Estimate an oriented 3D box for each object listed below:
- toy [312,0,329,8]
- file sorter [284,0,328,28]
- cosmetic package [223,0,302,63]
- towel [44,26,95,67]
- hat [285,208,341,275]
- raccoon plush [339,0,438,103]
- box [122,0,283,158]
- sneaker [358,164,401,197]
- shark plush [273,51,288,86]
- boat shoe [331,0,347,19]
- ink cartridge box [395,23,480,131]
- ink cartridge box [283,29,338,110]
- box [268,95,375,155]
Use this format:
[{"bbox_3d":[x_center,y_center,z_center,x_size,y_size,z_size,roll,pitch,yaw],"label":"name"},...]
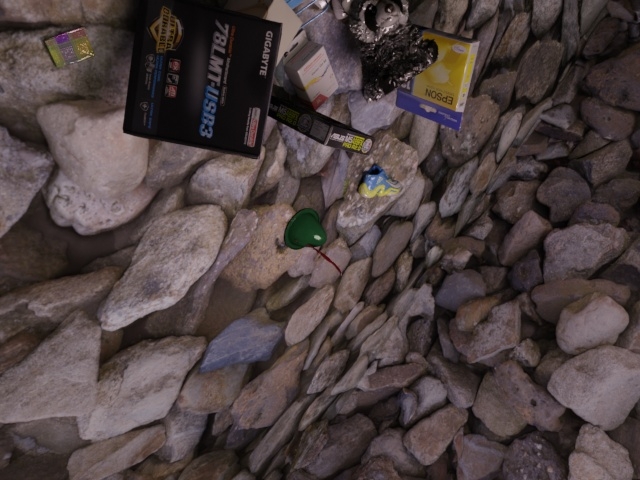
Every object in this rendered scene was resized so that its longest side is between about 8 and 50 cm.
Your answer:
[{"bbox_3d":[-0.030,-0.715,1.183,0.137,0.056,0.237,-38,146,27],"label":"toy"},{"bbox_3d":[-0.071,-0.628,1.140,0.118,0.104,0.170,-29,149,15],"label":"file sorter"},{"bbox_3d":[-0.200,-0.441,1.124,0.309,0.160,0.113,-60,146,2],"label":"cosmetic package"},{"bbox_3d":[-0.497,-0.385,0.927,0.083,0.009,0.060,-36,142,-27],"label":"towel"},{"bbox_3d":[0.000,0.000,1.720,0.209,0.184,0.172,20,101,-56],"label":"hat"},{"bbox_3d":[0.143,-0.585,1.409,0.216,0.446,0.299,-39,102,-19],"label":"raccoon plush"},{"bbox_3d":[-0.250,-0.346,1.003,0.073,0.294,0.295,-128,-131,-80],"label":"box"},{"bbox_3d":[0.262,-0.250,1.930,0.240,0.091,0.126,-19,131,-42],"label":"sneaker"},{"bbox_3d":[-0.107,-0.507,1.267,0.073,0.067,0.161,-3,120,-50],"label":"shark plush"},{"bbox_3d":[0.143,-0.733,1.378,0.277,0.098,0.096,-30,141,-19],"label":"boat shoe"},{"bbox_3d":[0.378,-0.566,1.621,0.072,0.304,0.307,-25,134,-35],"label":"ink cartridge box"},{"bbox_3d":[-0.031,-0.498,1.371,0.115,0.067,0.198,-49,146,-10],"label":"ink cartridge box"},{"bbox_3d":[-0.006,-0.335,1.357,0.216,0.270,0.060,-1,119,-51],"label":"box"}]
